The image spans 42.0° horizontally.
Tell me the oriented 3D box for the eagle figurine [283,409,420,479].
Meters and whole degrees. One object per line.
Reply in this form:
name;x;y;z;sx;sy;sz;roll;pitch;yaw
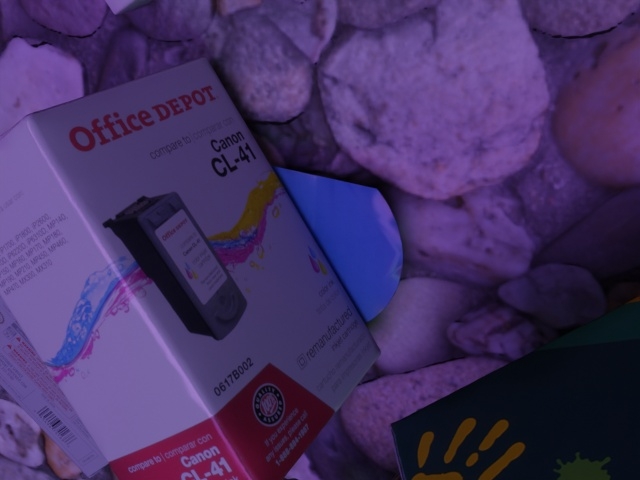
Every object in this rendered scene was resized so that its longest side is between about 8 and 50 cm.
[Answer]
eagle figurine;0.114;0.257;0.746;0.298;0.226;0.225;-7;91;26

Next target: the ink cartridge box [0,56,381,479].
ink cartridge box;-0.110;0.032;0.664;0.131;0.226;0.306;-26;98;33

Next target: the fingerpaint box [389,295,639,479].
fingerpaint box;0.318;0.221;0.563;0.371;0.163;0.445;-30;120;11

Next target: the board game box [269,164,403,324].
board game box;0.000;0.000;0.748;0.168;0.033;0.133;14;116;23

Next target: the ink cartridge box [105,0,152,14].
ink cartridge box;-0.134;-0.258;0.659;0.135;0.056;0.099;-29;104;26

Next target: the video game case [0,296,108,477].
video game case;-0.243;0.085;0.851;0.244;0.061;0.269;-35;100;29
